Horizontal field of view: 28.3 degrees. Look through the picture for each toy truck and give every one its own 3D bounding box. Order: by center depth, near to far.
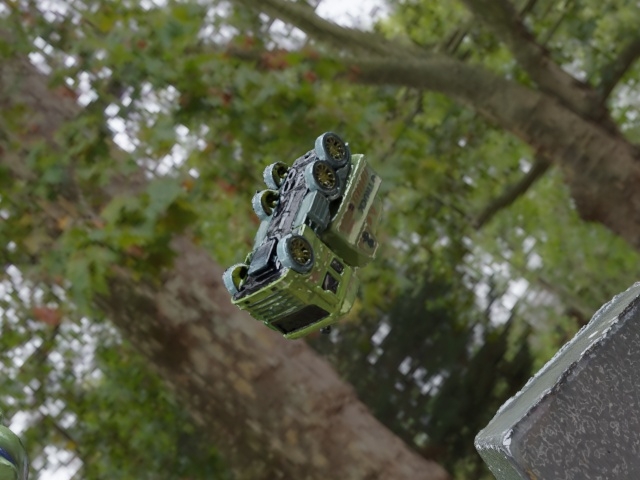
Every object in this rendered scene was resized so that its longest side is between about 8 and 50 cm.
[{"bbox_3d":[0.000,0.000,0.983,0.077,0.100,0.169,-29,31,39],"label":"toy truck"}]

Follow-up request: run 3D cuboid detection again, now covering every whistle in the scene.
[{"bbox_3d":[-0.322,0.227,1.189,0.227,0.085,0.105,-149,63,-84],"label":"whistle"}]

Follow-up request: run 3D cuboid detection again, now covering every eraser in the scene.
[{"bbox_3d":[0.233,0.132,1.020,0.077,0.111,0.352,-37,-2,42],"label":"eraser"}]
